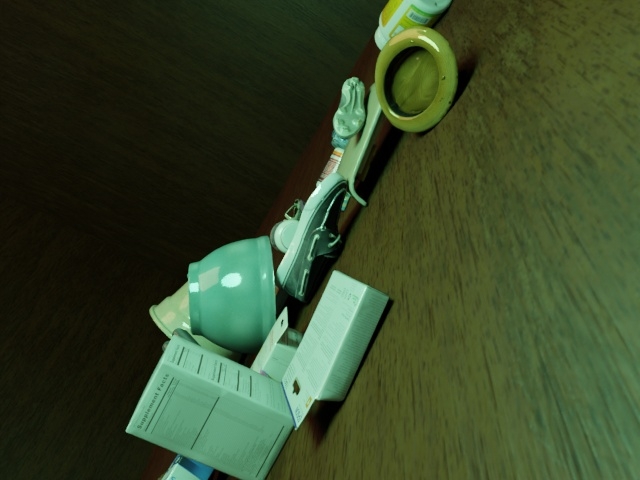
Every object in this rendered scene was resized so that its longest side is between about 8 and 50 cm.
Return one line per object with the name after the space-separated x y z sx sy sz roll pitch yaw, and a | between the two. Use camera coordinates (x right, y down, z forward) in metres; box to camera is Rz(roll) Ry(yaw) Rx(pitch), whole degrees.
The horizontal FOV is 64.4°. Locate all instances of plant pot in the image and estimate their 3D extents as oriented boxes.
-0.303 0.195 1.598 0.306 0.333 0.334 -52 10 -5 | plant pot
-0.219 0.137 1.241 0.293 0.196 0.294 178 90 -80 | plant pot

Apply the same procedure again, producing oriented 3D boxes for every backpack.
0.080 -0.295 1.461 0.084 0.104 0.114 -61 6 -1 | backpack

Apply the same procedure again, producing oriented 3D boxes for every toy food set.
0.133 -0.237 1.173 0.220 0.092 0.306 -116 47 -76 | toy food set

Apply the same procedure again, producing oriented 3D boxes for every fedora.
0.189 -0.299 0.946 0.079 0.194 0.194 -23 -16 -37 | fedora

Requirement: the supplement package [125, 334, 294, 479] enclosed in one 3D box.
-0.183 0.290 0.883 0.139 0.243 0.134 -61 11 3 | supplement package

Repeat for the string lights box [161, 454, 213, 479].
-0.253 0.450 1.138 0.260 0.076 0.133 -57 5 -40 | string lights box

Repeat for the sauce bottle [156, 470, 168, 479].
-0.379 0.651 1.284 0.344 0.111 0.111 -52 15 35 | sauce bottle

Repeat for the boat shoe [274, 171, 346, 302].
0.000 0.000 1.130 0.108 0.102 0.302 -3 -58 -64 | boat shoe

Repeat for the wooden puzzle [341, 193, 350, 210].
0.046 -0.102 1.303 0.006 0.049 0.083 76 -148 -61 | wooden puzzle

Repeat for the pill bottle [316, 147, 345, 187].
0.043 -0.164 1.363 0.152 0.086 0.086 -61 11 3 | pill bottle

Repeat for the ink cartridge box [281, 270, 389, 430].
0.014 0.165 0.803 0.224 0.045 0.223 -64 10 -2 | ink cartridge box

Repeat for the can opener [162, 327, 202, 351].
-0.245 0.306 1.140 0.283 0.095 0.076 35 87 36 | can opener

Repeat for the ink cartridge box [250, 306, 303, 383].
-0.088 0.246 1.024 0.198 0.067 0.115 -62 11 9 | ink cartridge box

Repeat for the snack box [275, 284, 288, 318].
-0.124 0.167 1.456 0.141 0.037 0.100 -63 10 -4 | snack box

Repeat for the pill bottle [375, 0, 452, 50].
0.246 -0.625 1.409 0.137 0.136 0.245 -66 12 -18 | pill bottle

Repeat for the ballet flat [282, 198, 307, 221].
-0.092 -0.064 1.759 0.077 0.079 0.222 -51 16 43 | ballet flat

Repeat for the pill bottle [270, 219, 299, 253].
-0.092 -0.010 1.556 0.108 0.107 0.180 -63 11 -5 | pill bottle

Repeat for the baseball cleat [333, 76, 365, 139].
0.071 -0.287 1.190 0.110 0.072 0.206 97 -174 -54 | baseball cleat
